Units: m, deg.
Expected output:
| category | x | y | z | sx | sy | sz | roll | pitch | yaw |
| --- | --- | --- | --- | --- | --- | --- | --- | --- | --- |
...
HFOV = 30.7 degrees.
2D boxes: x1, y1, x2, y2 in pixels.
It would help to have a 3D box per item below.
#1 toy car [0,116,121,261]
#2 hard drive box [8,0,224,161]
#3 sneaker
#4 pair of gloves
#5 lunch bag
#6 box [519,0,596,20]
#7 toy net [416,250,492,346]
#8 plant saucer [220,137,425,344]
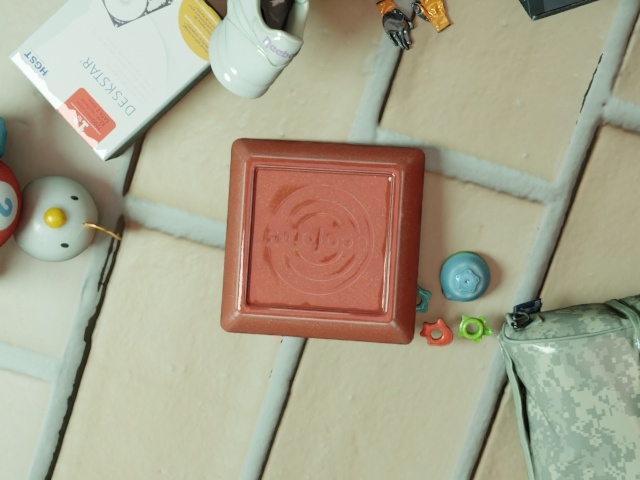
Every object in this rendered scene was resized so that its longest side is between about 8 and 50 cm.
| category | x | y | z | sx | sy | sz | roll | pitch | yaw |
| --- | --- | --- | --- | --- | --- | --- | --- | --- | --- |
| toy car | -0.367 | -0.033 | 1.475 | 0.237 | 0.210 | 0.219 | 9 | 87 | -14 |
| hard drive box | -0.245 | -0.245 | 1.488 | 0.232 | 0.089 | 0.181 | -42 | 95 | 6 |
| sneaker | -0.058 | -0.326 | 1.410 | 0.114 | 0.152 | 0.305 | 12 | 62 | -33 |
| pair of gloves | 0.121 | -0.294 | 1.519 | 0.083 | 0.010 | 0.074 | -28 | 97 | 5 |
| lunch bag | 0.375 | 0.220 | 1.491 | 0.256 | 0.212 | 0.305 | -11 | 97 | 1 |
| box | 0.351 | -0.429 | 1.327 | 0.293 | 0.073 | 0.296 | -16 | 131 | 2 |
| toy net | 0.112 | 0.078 | 1.558 | 0.232 | 0.045 | 0.122 | 0 | 99 | 2 |
| plant saucer | 0.000 | 0.000 | 1.513 | 0.258 | 0.048 | 0.259 | 4 | 90 | 6 |
